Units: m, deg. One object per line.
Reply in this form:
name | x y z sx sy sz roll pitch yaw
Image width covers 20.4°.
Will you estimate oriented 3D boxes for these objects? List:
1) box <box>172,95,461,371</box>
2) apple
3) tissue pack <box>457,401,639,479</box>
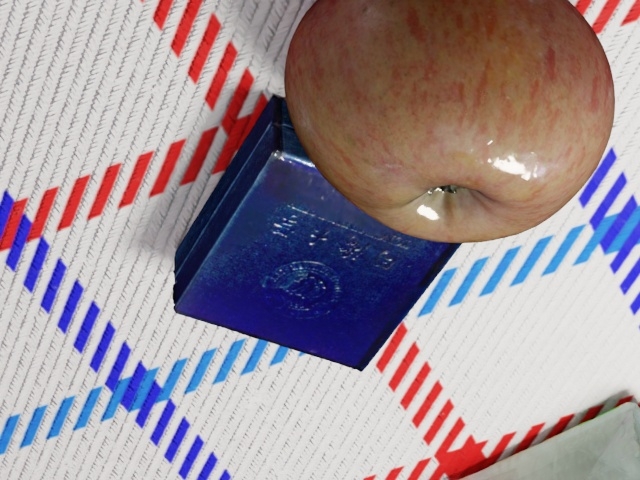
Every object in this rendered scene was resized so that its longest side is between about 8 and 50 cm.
box | 0.000 0.000 2.091 0.261 0.116 0.279 20 128 -20
apple | 0.134 -0.136 1.854 0.344 0.269 0.345 -2 135 -2
tissue pack | 0.416 0.439 2.471 0.331 0.205 0.405 -30 128 23
